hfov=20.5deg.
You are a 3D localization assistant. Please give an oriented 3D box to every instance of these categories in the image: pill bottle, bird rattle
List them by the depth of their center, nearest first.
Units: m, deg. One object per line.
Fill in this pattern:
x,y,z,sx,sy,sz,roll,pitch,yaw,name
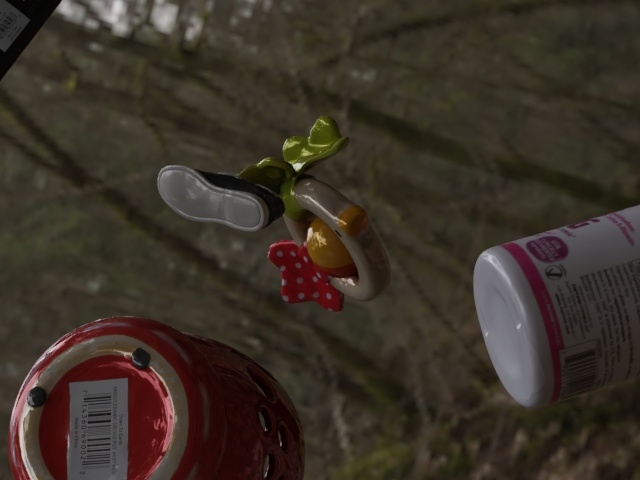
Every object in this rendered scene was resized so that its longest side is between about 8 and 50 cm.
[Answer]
0.305,0.049,1.707,0.160,0.283,0.160,165,90,-78,pill bottle
0.000,0.000,2.057,0.143,0.207,0.253,-29,-50,-24,bird rattle

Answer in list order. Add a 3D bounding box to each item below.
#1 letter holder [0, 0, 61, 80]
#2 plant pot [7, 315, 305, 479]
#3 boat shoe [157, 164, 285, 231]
-0.409,-0.307,2.180,0.302,0.152,0.214,-46,15,30,letter holder
-0.123,0.154,1.324,0.174,0.191,0.191,46,-120,-67,plant pot
-0.088,-0.040,1.555,0.038,0.125,0.046,-19,-62,-51,boat shoe
